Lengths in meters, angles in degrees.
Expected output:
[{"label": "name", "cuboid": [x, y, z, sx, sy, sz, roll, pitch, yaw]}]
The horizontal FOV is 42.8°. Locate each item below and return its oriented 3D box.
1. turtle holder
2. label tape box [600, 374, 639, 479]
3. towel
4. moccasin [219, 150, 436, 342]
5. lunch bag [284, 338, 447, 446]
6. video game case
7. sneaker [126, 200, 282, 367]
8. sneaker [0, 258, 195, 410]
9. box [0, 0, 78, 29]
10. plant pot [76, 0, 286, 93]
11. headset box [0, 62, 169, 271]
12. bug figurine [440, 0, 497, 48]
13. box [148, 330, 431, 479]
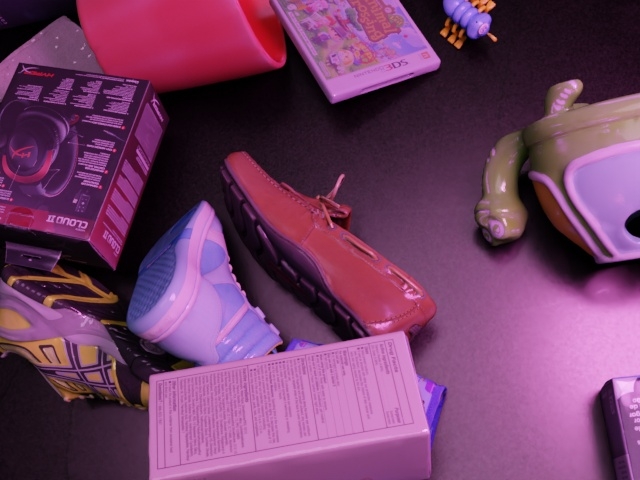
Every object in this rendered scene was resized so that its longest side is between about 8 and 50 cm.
[{"label": "turtle holder", "cuboid": [0.369, -0.086, 1.047, 0.320, 0.243, 0.228, -9, 87, -3]}, {"label": "label tape box", "cuboid": [0.492, 0.323, 0.954, 0.249, 0.115, 0.348, -8, 69, 7]}, {"label": "towel", "cuboid": [-0.407, -0.223, 1.329, 0.187, 0.049, 0.282, -38, 71, -3]}, {"label": "moccasin", "cuboid": [0.000, -0.002, 1.133, 0.147, 0.139, 0.380, -37, 58, -23]}, {"label": "lunch bag", "cuboid": [0.024, 0.263, 1.059, 0.220, 0.138, 0.293, 14, 66, 17]}, {"label": "video game case", "cuboid": [0.052, -0.322, 1.258, 0.193, 0.023, 0.212, -21, 68, -20]}, {"label": "sneaker", "cuboid": [-0.143, 0.084, 1.125, 0.127, 0.319, 0.208, -40, 110, 20]}, {"label": "sneaker", "cuboid": [-0.290, 0.166, 1.152, 0.384, 0.145, 0.147, 28, 109, 15]}, {"label": "box", "cuboid": [-0.428, -0.535, 1.305, 0.395, 0.293, 0.212, -10, 70, 7]}, {"label": "plant pot", "cuboid": [-0.212, -0.347, 1.237, 0.243, 0.275, 0.275, -19, 69, 14]}, {"label": "headset box", "cuboid": [-0.374, -0.097, 1.184, 0.218, 0.110, 0.293, 9, 67, 11]}, {"label": "bug figurine", "cuboid": [0.244, -0.442, 1.228, 0.216, 0.072, 0.279, 42, 104, 21]}, {"label": "box", "cuboid": [-0.035, 0.219, 0.960, 0.311, 0.121, 0.148, -9, 47, 0]}]
